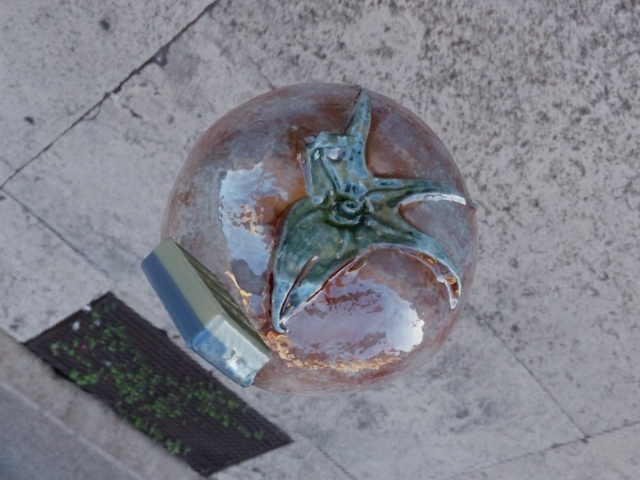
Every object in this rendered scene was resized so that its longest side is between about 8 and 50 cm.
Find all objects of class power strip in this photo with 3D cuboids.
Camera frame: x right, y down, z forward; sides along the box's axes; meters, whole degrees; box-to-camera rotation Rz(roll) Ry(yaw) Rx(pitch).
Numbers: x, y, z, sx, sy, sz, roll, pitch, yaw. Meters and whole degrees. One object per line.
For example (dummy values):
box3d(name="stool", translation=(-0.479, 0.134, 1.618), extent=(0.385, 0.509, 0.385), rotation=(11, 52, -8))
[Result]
box3d(name="power strip", translation=(-0.076, 0.044, 0.473), extent=(0.032, 0.123, 0.056), rotation=(-46, 126, -2))

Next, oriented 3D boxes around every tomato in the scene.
box3d(name="tomato", translation=(0.000, 0.000, 0.722), extent=(0.316, 0.317, 0.282), rotation=(21, 158, -5))
